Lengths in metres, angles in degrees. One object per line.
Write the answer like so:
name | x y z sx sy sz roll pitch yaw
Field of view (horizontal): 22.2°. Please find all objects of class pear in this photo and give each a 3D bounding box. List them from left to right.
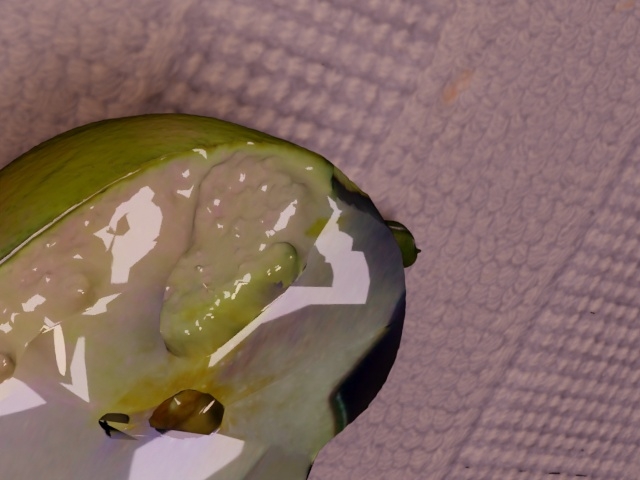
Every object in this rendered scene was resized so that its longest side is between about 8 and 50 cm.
pear | -0.145 0.071 1.114 0.398 0.165 0.399 -20 132 -25

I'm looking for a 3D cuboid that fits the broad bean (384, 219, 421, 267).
broad bean | 0.002 -0.003 1.281 0.226 0.039 0.069 3 146 -37
